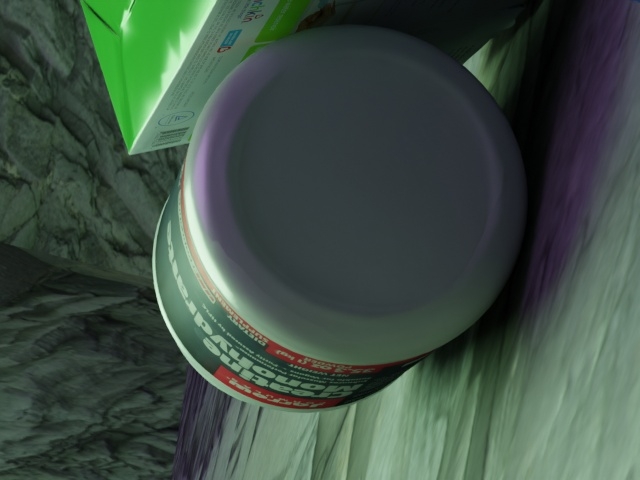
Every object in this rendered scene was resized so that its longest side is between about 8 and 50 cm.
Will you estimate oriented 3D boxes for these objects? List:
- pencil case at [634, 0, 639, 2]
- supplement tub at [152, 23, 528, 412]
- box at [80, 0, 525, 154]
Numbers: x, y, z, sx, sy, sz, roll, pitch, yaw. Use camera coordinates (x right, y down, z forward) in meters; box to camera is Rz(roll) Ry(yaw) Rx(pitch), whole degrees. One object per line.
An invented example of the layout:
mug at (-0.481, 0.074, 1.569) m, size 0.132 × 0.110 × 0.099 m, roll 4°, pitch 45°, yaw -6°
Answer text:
pencil case at (0.138, -0.233, 0.662) m, size 0.119 × 0.133 × 0.306 m, roll 53°, pitch -138°, yaw -54°
supplement tub at (0.000, 0.000, 1.030) m, size 0.272 × 0.191 × 0.191 m, roll 126°, pitch 156°, yaw -72°
box at (0.000, -0.167, 1.029) m, size 0.262 × 0.231 × 0.127 m, roll 133°, pitch 120°, yaw -66°
